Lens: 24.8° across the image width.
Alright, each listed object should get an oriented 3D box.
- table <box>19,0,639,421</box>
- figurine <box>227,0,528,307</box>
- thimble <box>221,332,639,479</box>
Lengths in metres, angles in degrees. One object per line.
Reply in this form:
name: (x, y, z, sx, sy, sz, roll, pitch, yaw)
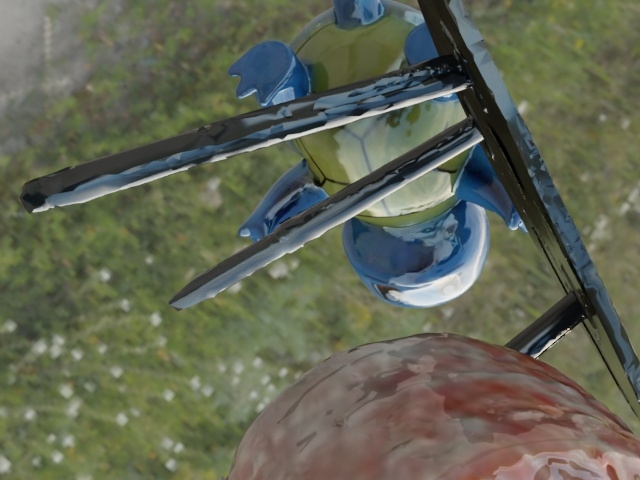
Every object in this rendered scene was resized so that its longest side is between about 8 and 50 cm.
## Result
table: (0.000, 0.000, 0.830, 0.249, 0.317, 0.317, -27, 155, 4)
figurine: (0.049, -0.112, 1.375, 0.243, 0.298, 0.416, -68, 147, -70)
thimble: (0.072, 0.173, 0.685, 0.239, 0.162, 0.239, -5, 107, -17)
